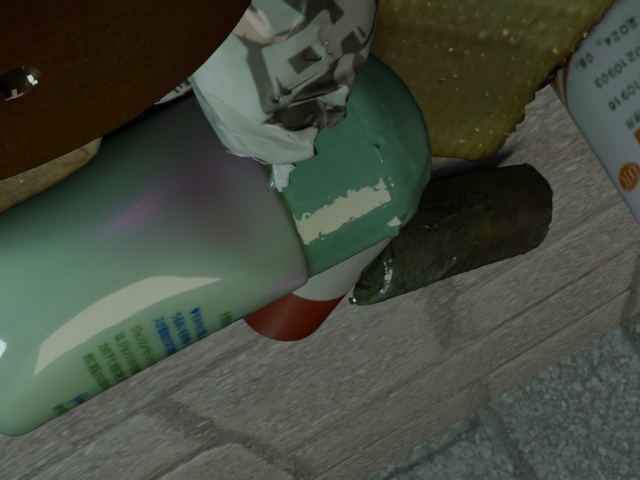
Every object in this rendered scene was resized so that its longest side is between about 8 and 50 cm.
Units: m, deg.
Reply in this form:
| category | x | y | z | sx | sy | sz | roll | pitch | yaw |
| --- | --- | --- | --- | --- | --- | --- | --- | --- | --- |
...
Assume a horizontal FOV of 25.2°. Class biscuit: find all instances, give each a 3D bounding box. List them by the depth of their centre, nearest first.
| category | x | y | z | sx | sy | sz | roll | pitch | yaw |
| --- | --- | --- | --- | --- | --- | --- | --- | --- | --- |
| biscuit | 0.097 | -0.142 | 1.024 | 0.172 | 0.029 | 0.254 | 6 | 147 | -22 |

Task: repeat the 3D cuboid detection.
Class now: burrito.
| category | x | y | z | sx | sy | sz | roll | pitch | yaw |
| --- | --- | --- | --- | --- | --- | --- | --- | --- | --- |
| burrito | -0.025 | -0.169 | 0.625 | 0.139 | 0.101 | 0.445 | -52 | 158 | -25 |

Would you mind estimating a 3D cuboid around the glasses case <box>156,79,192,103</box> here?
| category | x | y | z | sx | sy | sz | roll | pitch | yaw |
| --- | --- | --- | --- | --- | --- | --- | --- | --- | --- |
| glasses case | -0.118 | -0.127 | 0.731 | 0.103 | 0.067 | 0.266 | -43 | 160 | 18 |

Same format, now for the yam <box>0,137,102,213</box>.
| category | x | y | z | sx | sy | sz | roll | pitch | yaw |
| --- | --- | --- | --- | --- | --- | --- | --- | --- | --- |
| yam | -0.276 | 0.009 | 0.831 | 0.356 | 0.081 | 0.081 | -33 | 163 | 8 |

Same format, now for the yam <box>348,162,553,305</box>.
| category | x | y | z | sx | sy | sz | roll | pitch | yaw |
| --- | --- | --- | --- | --- | --- | --- | --- | --- | --- |
| yam | 0.118 | -0.008 | 1.402 | 0.259 | 0.106 | 0.106 | -14 | 156 | -42 |

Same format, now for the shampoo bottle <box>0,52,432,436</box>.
| category | x | y | z | sx | sy | sz | roll | pitch | yaw |
| --- | --- | --- | --- | --- | --- | --- | --- | --- | --- |
| shampoo bottle | -0.088 | -0.012 | 0.954 | 0.349 | 0.151 | 0.222 | -27 | 175 | -9 |

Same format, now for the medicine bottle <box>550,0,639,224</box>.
| category | x | y | z | sx | sy | sz | roll | pitch | yaw |
| --- | --- | --- | --- | --- | --- | --- | --- | --- | --- |
| medicine bottle | 0.306 | -0.101 | 1.090 | 0.202 | 0.316 | 0.202 | -28 | 164 | -8 |

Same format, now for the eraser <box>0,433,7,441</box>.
| category | x | y | z | sx | sy | sz | roll | pitch | yaw |
| --- | --- | --- | --- | --- | --- | --- | --- | --- | --- |
| eraser | -0.349 | 0.134 | 1.039 | 0.130 | 0.086 | 0.287 | -38 | 162 | 25 |

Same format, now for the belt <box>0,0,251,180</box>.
| category | x | y | z | sx | sy | sz | roll | pitch | yaw |
| --- | --- | --- | --- | --- | --- | --- | --- | --- | --- |
| belt | -0.178 | -0.111 | 0.409 | 0.338 | 0.217 | 0.122 | -9 | 159 | -9 |

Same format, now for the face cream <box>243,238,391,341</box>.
| category | x | y | z | sx | sy | sz | roll | pitch | yaw |
| --- | --- | --- | --- | --- | --- | --- | --- | --- | --- |
| face cream | 0.000 | 0.000 | 1.237 | 0.096 | 0.096 | 0.214 | -20 | 160 | -33 |
